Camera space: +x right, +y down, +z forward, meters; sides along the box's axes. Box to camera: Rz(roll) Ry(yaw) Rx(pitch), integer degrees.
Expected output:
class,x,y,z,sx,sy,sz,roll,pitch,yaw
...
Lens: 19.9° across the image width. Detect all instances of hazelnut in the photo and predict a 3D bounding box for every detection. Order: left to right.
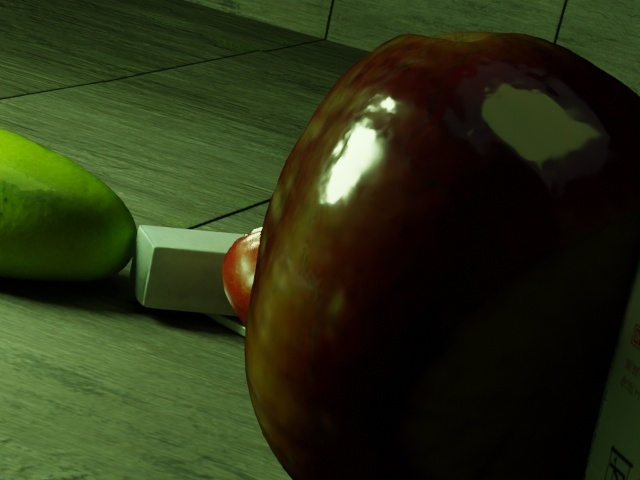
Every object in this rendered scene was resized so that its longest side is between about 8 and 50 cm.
class,x,y,z,sx,sy,sz,roll,pitch,yaw
hazelnut,0.136,0.040,1.509,0.402,0.429,0.402,12,22,-5

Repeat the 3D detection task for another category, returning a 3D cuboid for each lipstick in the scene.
class,x,y,z,sx,sy,sz,roll,pitch,yaw
lipstick,-0.019,0.045,1.994,0.372,0.076,0.080,6,17,-21

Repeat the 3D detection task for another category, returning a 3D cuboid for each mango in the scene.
class,x,y,z,sx,sy,sz,roll,pitch,yaw
mango,-0.336,-0.035,1.959,0.273,0.149,0.185,20,14,9

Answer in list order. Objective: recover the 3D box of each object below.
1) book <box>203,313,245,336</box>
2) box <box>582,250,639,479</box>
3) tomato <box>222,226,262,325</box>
class,x,y,z,sx,sy,sz,roll,pitch,yaw
book,-0.047,0.081,2.013,0.172,0.012,0.118,-4,22,-46
box,0.319,0.206,1.211,0.122,0.344,0.385,5,17,-20
tomato,0.020,0.067,1.839,0.233,0.139,0.200,-6,-22,8
